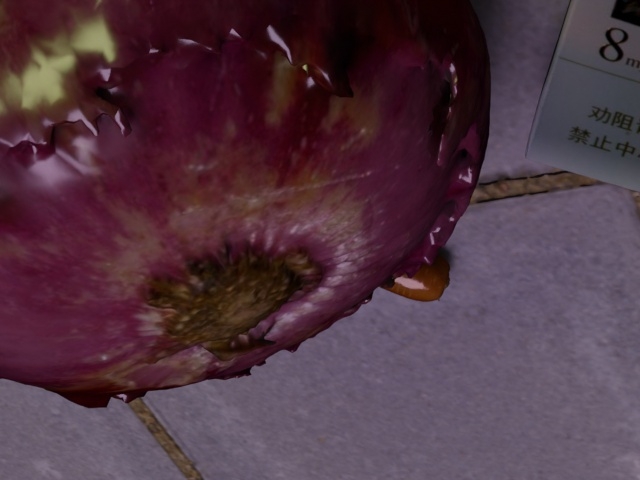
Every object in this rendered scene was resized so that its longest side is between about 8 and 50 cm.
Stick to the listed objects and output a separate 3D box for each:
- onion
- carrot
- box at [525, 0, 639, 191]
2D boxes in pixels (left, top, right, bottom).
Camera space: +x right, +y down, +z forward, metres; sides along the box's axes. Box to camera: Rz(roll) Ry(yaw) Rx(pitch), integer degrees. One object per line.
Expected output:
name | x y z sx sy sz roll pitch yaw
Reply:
onion | -0.080 -0.083 0.936 0.358 0.345 0.358 3 150 2
carrot | 0.000 0.000 1.171 0.190 0.037 0.037 19 140 9
box | 0.213 -0.125 0.916 0.155 0.067 0.243 16 140 3
